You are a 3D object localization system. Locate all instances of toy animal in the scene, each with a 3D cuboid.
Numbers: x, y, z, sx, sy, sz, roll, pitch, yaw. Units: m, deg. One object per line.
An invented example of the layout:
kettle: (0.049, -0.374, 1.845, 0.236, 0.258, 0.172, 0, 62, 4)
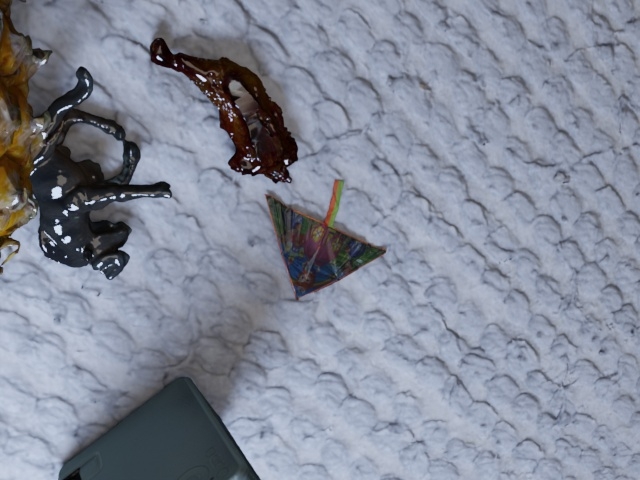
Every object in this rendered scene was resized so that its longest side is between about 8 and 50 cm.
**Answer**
toy animal: (-0.256, -0.068, 0.788, 0.148, 0.084, 0.233, -38, 116, -11)

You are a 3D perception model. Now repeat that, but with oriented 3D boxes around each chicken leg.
chicken leg: (-0.097, -0.149, 0.861, 0.089, 0.048, 0.219, -42, 114, -14)

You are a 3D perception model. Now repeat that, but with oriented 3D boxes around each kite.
kite: (0.000, 0.000, 0.956, 0.190, 0.010, 0.159, 26, 88, -28)

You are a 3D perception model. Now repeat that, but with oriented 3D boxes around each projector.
projector: (-0.165, 0.272, 0.801, 0.192, 0.256, 0.099, -36, 113, -13)

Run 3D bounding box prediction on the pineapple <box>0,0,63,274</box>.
pineapple: (-0.372, -0.099, 0.582, 0.352, 0.300, 0.353, 6, 58, -10)
